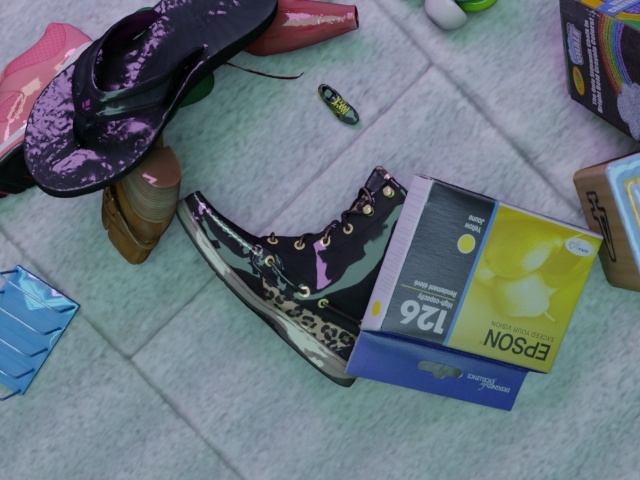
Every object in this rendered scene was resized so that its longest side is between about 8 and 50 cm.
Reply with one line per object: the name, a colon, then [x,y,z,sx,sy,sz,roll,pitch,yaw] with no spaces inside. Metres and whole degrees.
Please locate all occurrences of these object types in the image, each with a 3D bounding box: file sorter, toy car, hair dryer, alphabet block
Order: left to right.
file sorter: [-0.473,0.142,1.478,0.118,0.104,0.170,33,92,1]
hair dryer: [-0.074,-0.383,1.442,0.294,0.080,0.223,32,115,-2]
toy car: [0.192,-0.414,1.432,0.182,0.136,0.159,40,92,0]
alphabet block: [0.500,-0.043,1.403,0.192,0.197,0.193,-17,91,3]

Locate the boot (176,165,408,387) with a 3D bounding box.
boot: [0.000,0.000,1.445,0.284,0.138,0.377,-45,94,3]

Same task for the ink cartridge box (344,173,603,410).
ink cartridge box: [0.224,0.091,1.409,0.304,0.072,0.307,16,96,-23]

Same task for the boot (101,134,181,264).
boot: [-0.281,-0.123,1.440,0.109,0.220,0.283,-14,65,-29]

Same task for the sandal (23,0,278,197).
sandal: [-0.236,-0.246,1.307,0.168,0.107,0.445,36,71,12]

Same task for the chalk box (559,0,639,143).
chalk box: [0.456,-0.278,1.360,0.179,0.289,0.180,-21,124,-8]

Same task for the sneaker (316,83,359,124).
sneaker: [0.025,-0.208,1.491,0.083,0.035,0.031,42,93,0]

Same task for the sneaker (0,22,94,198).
sneaker: [-0.447,-0.197,1.485,0.136,0.116,0.314,42,92,19]

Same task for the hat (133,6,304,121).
hat: [-0.181,-0.260,1.497,0.208,0.184,0.173,56,134,25]
